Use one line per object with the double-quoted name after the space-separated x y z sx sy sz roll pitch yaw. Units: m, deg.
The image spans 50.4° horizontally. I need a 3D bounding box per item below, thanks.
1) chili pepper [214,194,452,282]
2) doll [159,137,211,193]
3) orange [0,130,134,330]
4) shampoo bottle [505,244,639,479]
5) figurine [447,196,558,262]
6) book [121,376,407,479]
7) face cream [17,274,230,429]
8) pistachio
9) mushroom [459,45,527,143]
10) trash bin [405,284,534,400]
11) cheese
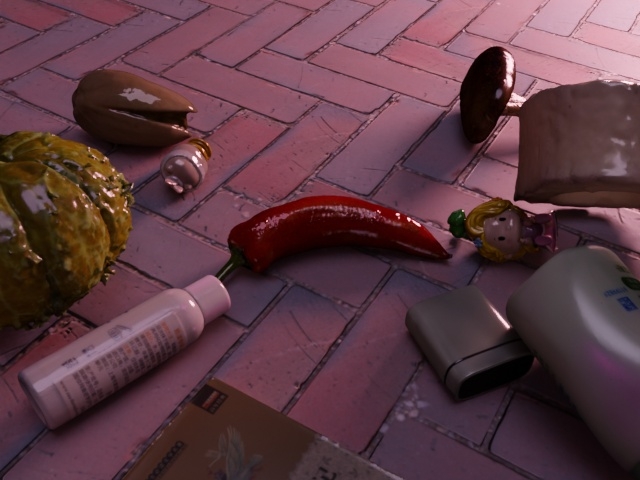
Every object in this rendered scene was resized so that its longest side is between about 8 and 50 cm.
0.003 -0.006 1.000 0.369 0.092 0.137 -10 56 -9 "chili pepper"
-0.233 -0.117 1.127 0.084 0.073 0.127 -16 30 30 "doll"
-0.400 -0.017 0.898 0.300 0.223 0.301 6 37 11 "orange"
0.370 0.174 0.757 0.222 0.151 0.349 18 33 -47 "shampoo bottle"
0.277 -0.011 1.031 0.156 0.115 0.094 -1 74 24 "figurine"
-0.055 0.290 0.726 0.310 0.021 0.217 23 47 20 "book"
-0.231 0.127 0.849 0.269 0.082 0.082 -31 52 -32 "face cream"
-0.331 -0.230 1.202 0.226 0.135 0.135 12 44 2 "pistachio"
0.371 -0.247 1.267 0.218 0.148 0.227 19 52 -8 "mushroom"
0.190 0.129 0.880 0.116 0.059 0.130 -15 44 -19 "trash bin"
0.431 -0.126 0.966 0.292 0.153 0.332 4 1 14 "cheese"
